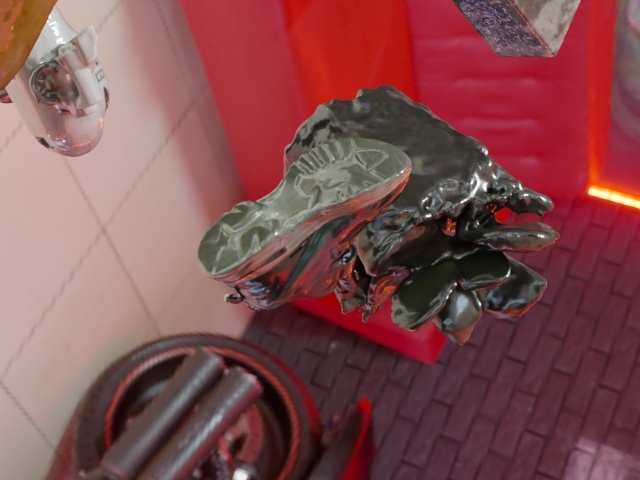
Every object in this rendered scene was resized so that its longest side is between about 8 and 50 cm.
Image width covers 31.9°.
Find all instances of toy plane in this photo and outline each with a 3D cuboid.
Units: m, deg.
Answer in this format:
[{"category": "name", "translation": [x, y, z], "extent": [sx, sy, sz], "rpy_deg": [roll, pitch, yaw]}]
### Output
[{"category": "toy plane", "translation": [-0.309, -0.211, 1.241], "extent": [0.118, 0.252, 0.252], "rpy_deg": [-30, 138, -27]}]

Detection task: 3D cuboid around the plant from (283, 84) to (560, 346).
[{"category": "plant", "translation": [0.093, -0.016, 1.141], "extent": [0.199, 0.276, 0.188], "rpy_deg": [-26, 147, -22]}]

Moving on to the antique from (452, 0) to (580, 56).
[{"category": "antique", "translation": [0.211, -0.284, 1.258], "extent": [0.183, 0.086, 0.088], "rpy_deg": [40, 70, -40]}]

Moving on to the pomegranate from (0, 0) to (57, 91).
[{"category": "pomegranate", "translation": [-0.401, -0.274, 0.910], "extent": [0.411, 0.411, 0.411], "rpy_deg": [-48, 148, -45]}]

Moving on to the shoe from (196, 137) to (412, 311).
[{"category": "shoe", "translation": [0.000, 0.000, 0.816], "extent": [0.169, 0.071, 0.099], "rpy_deg": [-32, 128, -2]}]
